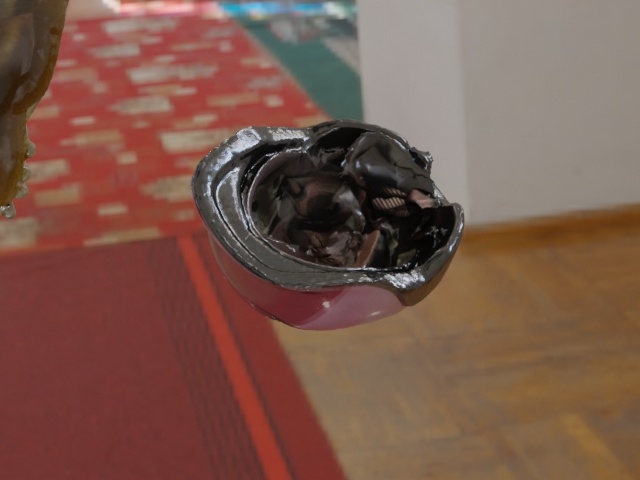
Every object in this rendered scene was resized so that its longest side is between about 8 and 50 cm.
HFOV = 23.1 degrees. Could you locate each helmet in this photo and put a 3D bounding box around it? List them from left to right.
[{"bbox_3d":[0.000,0.000,1.357,0.253,0.154,0.198,-23,63,-32],"label":"helmet"}]

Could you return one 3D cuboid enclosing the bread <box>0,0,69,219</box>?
[{"bbox_3d":[-0.245,-0.126,0.905,0.192,0.209,0.110,13,13,-18],"label":"bread"}]
